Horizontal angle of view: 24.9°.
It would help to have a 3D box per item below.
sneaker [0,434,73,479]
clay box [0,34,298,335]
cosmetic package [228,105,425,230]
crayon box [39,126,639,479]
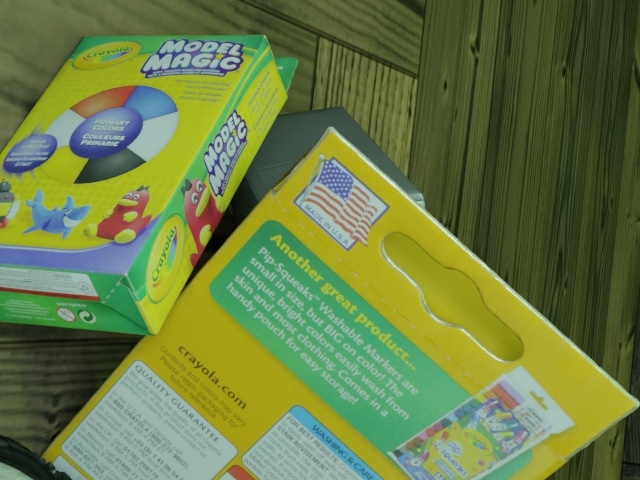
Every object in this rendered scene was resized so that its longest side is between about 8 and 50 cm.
[{"bbox_3d":[-0.190,0.151,0.745,0.086,0.085,0.237,-59,161,7],"label":"sneaker"},{"bbox_3d":[-0.108,-0.048,0.813,0.053,0.127,0.222,69,34,-42],"label":"clay box"},{"bbox_3d":[0.000,0.000,0.968,0.238,0.107,0.127,-112,-166,-68],"label":"cosmetic package"},{"bbox_3d":[0.006,0.089,0.807,0.323,0.203,0.083,-47,-179,37],"label":"crayon box"}]
